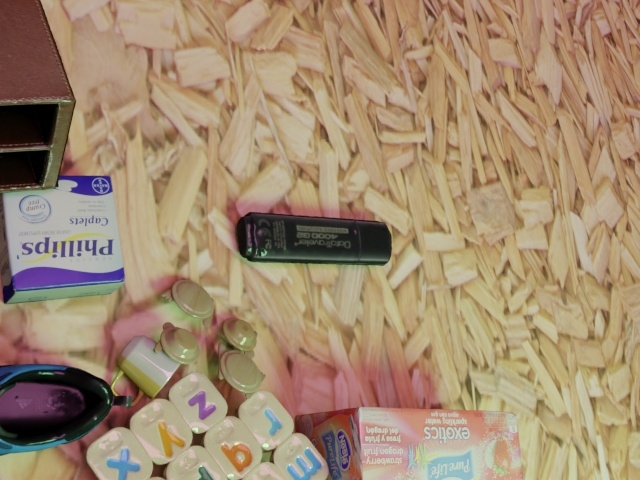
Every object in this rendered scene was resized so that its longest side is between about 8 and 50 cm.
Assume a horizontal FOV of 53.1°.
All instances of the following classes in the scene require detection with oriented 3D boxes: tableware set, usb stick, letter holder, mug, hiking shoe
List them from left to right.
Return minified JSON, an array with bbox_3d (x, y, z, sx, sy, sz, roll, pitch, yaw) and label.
[{"bbox_3d":[-0.412,-0.207,0.664,0.215,0.152,0.301,-10,64,-35],"label":"letter holder"},{"bbox_3d":[-0.353,0.161,0.621,0.304,0.132,0.113,-2,74,-36],"label":"hiking shoe"},{"bbox_3d":[-0.214,0.153,0.775,0.064,0.062,0.078,40,46,-8],"label":"mug"},{"bbox_3d":[-0.138,0.125,0.830,0.169,0.020,0.141,36,26,-18],"label":"tableware set"},{"bbox_3d":[0.000,0.000,0.998,0.278,0.045,0.077,3,78,-36],"label":"usb stick"}]

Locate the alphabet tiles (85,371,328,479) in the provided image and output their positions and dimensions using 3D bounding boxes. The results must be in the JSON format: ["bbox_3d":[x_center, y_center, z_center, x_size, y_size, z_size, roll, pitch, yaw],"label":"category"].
[{"bbox_3d":[-0.123,0.302,0.735,0.278,0.021,0.284,49,50,8],"label":"alphabet tiles"}]

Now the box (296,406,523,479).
[{"bbox_3d":[0.130,0.314,0.904,0.300,0.154,0.142,12,66,-33],"label":"box"}]

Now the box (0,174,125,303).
[{"bbox_3d":[-0.308,-0.003,0.756,0.126,0.072,0.137,-4,76,-36],"label":"box"}]
